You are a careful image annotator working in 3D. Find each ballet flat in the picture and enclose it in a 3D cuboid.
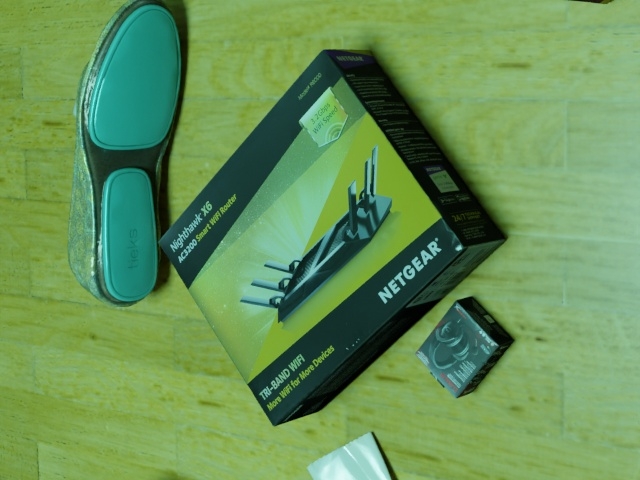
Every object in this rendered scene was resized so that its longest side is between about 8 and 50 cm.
[{"bbox_3d":[-0.232,-0.101,1.472,0.123,0.123,0.349,14,104,36],"label":"ballet flat"}]

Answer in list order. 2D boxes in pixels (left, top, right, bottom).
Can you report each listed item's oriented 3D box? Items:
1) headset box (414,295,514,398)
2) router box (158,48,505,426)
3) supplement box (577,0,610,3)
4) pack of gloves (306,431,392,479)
[{"bbox_3d":[0.135,0.105,1.256,0.062,0.032,0.083,48,121,23],"label":"headset box"},{"bbox_3d":[0.000,0.000,1.316,0.309,0.081,0.243,-47,68,33],"label":"router box"},{"bbox_3d":[0.188,-0.308,1.055,0.129,0.191,0.194,-38,72,35],"label":"supplement box"},{"bbox_3d":[0.025,0.345,1.355,0.195,0.046,0.232,-31,70,17],"label":"pack of gloves"}]
